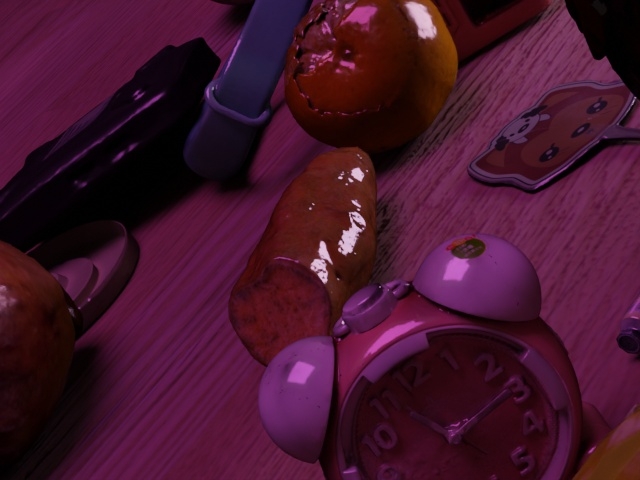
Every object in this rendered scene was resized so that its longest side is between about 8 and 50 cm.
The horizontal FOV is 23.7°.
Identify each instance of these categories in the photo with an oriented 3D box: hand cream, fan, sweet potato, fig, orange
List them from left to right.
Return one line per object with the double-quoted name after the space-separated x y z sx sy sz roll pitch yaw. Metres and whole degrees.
-0.315 0.097 1.282 0.224 0.224 0.263 -31 7 12 "fig"
0.000 0.000 1.168 0.097 0.097 0.252 -22 29 31 "sweet potato"
0.044 -0.149 1.334 0.156 0.134 0.157 -6 73 19 "orange"
0.201 -0.081 1.146 0.132 0.009 0.220 -44 24 -17 "fan"
0.206 0.030 0.916 0.035 0.022 0.102 -11 28 46 "hand cream"

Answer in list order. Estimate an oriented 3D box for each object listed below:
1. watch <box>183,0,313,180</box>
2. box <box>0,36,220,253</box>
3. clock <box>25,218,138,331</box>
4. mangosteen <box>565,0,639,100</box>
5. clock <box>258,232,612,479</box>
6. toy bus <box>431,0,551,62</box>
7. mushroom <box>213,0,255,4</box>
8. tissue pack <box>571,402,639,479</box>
-0.068 -0.160 1.505 0.195 0.068 0.237 -60 7 36 "watch"
-0.238 -0.105 1.671 0.289 0.073 0.290 -37 13 14 "box"
-0.284 0.062 1.529 0.235 0.029 0.235 -30 24 15 "clock"
0.305 -0.206 0.875 0.346 0.307 0.307 -21 25 4 "mangosteen"
0.064 0.087 0.825 0.166 0.162 0.093 -33 20 6 "clock"
0.100 -0.338 1.540 0.233 0.203 0.427 -25 26 15 "toy bus"
-0.087 -0.406 1.960 0.226 0.178 0.226 -30 14 8 "mushroom"
0.193 0.177 0.421 0.167 0.200 0.274 -47 26 -20 "tissue pack"
